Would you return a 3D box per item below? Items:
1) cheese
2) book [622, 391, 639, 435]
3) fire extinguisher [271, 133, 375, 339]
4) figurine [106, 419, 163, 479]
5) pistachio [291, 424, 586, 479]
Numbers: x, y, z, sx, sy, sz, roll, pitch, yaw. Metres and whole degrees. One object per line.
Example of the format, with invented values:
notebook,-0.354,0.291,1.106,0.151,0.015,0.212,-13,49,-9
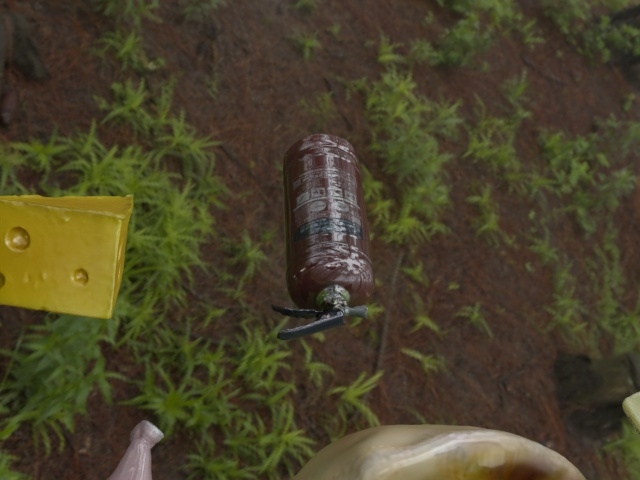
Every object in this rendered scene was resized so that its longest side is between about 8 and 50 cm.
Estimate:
cheese,-0.215,0.006,0.829,0.171,0.126,0.093,-38,135,-78
book,0.184,0.099,0.362,0.014,0.077,0.111,82,-14,-54
fire extinguisher,0.000,0.000,1.181,0.135,0.114,0.337,-3,41,-3
figurine,-0.212,0.328,0.891,0.287,0.186,0.176,-46,107,-25
pistachio,0.061,0.198,0.422,0.213,0.318,0.193,-23,53,-19
